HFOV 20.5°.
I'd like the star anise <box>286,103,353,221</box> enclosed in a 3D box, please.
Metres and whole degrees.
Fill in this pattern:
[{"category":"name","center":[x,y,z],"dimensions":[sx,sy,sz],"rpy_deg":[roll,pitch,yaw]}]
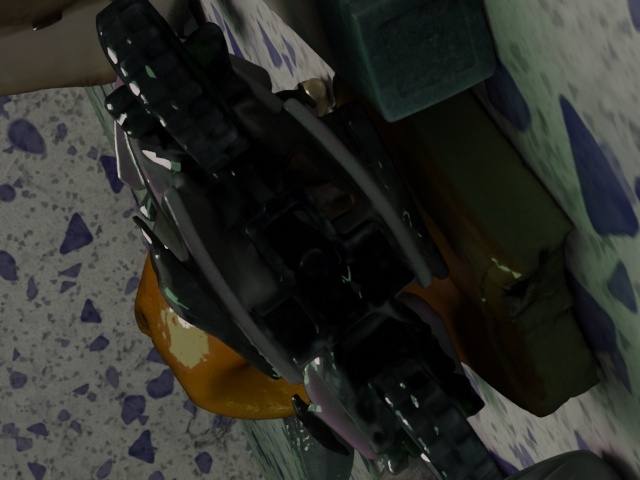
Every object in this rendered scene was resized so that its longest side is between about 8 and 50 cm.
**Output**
[{"category":"star anise","center":[-0.002,-0.003,1.229],"dimensions":[0.257,0.111,0.198],"rpy_deg":[52,-164,-45]}]

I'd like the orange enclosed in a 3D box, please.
[{"category":"orange","center":[-0.079,0.052,1.639],"dimensions":[0.249,0.183,0.249],"rpy_deg":[59,169,19]}]

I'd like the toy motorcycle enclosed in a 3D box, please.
[{"category":"toy motorcycle","center":[-0.015,0.001,0.961],"dimensions":[0.327,0.143,0.188],"rpy_deg":[53,177,-14]}]

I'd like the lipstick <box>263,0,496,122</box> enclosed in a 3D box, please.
[{"category":"lipstick","center":[-0.004,-0.164,0.994],"dimensions":[0.317,0.066,0.068],"rpy_deg":[51,164,55]}]

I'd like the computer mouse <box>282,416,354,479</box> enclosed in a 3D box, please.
[{"category":"computer mouse","center":[-0.006,0.185,1.976],"dimensions":[0.113,0.068,0.229],"rpy_deg":[-3,-103,-86]}]

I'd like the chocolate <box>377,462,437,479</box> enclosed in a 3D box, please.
[{"category":"chocolate","center":[0.109,0.225,1.307],"dimensions":[0.110,0.110,0.248],"rpy_deg":[67,168,-21]}]

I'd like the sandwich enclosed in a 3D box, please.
[{"category":"sandwich","center":[0.084,0.022,1.020],"dimensions":[0.212,0.063,0.245],"rpy_deg":[58,169,34]}]

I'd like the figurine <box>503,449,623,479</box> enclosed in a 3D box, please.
[{"category":"figurine","center":[0.141,0.163,1.026],"dimensions":[0.086,0.094,0.082],"rpy_deg":[-72,3,-62]}]

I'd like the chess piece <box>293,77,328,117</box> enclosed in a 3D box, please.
[{"category":"chess piece","center":[-0.010,-0.101,1.314],"dimensions":[0.035,0.035,0.092],"rpy_deg":[63,167,6]}]

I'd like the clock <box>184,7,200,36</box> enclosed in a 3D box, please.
[{"category":"clock","center":[-0.208,-0.271,1.728],"dimensions":[0.280,0.055,0.280],"rpy_deg":[52,173,9]}]

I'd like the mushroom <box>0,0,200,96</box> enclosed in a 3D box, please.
[{"category":"mushroom","center":[-0.285,-0.319,1.438],"dimensions":[0.397,0.314,0.224],"rpy_deg":[68,152,15]}]
